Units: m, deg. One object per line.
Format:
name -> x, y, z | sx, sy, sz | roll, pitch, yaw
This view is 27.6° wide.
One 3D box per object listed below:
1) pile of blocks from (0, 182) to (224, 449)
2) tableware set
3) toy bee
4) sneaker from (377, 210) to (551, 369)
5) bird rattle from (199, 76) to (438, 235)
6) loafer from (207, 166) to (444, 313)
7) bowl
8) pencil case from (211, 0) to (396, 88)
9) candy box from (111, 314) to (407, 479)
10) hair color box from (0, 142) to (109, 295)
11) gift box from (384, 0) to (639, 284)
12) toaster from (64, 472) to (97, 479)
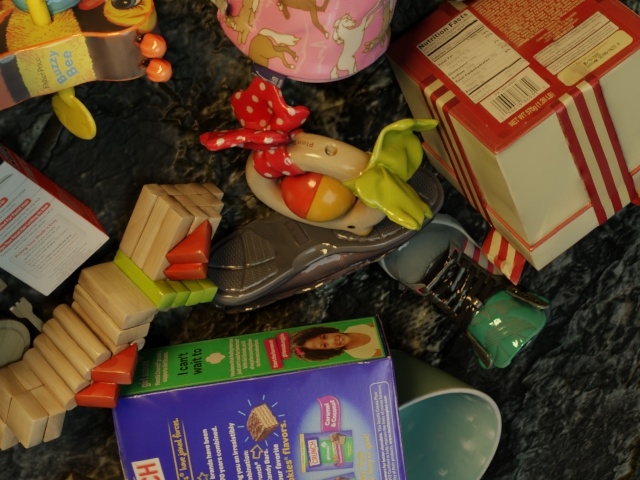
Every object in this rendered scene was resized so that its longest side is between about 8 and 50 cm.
pile of blocks -> -0.208, 0.102, 1.399 | 0.362, 0.112, 0.149 | -50, 150, 4
tableware set -> -0.371, 0.084, 1.339 | 0.128, 0.039, 0.194 | -43, 144, -9
toy bee -> -0.206, -0.186, 1.126 | 0.298, 0.162, 0.195 | -41, 139, 0
sneaker -> 0.196, 0.075, 1.669 | 0.124, 0.178, 0.295 | -50, 139, 12
bird rattle -> -0.006, -0.066, 1.385 | 0.254, 0.143, 0.207 | 8, 154, -6
loafer -> 0.000, 0.000, 1.524 | 0.303, 0.109, 0.095 | -23, 157, -11
bowl -> 0.074, 0.267, 1.764 | 0.312, 0.163, 0.311 | -21, 137, -21
pencil case -> -0.005, -0.330, 1.152 | 0.167, 0.160, 0.386 | -23, 139, -30
candy box -> -0.066, 0.249, 1.519 | 0.317, 0.122, 0.268 | -8, 111, -4
hair color box -> -0.299, -0.023, 1.287 | 0.093, 0.053, 0.167 | -42, 142, 4
gift box -> 0.249, -0.126, 1.460 | 0.255, 0.276, 0.258 | -33, 142, -1
toaster -> -0.297, 0.395, 1.630 | 0.168, 0.110, 0.186 | -46, 140, 8
